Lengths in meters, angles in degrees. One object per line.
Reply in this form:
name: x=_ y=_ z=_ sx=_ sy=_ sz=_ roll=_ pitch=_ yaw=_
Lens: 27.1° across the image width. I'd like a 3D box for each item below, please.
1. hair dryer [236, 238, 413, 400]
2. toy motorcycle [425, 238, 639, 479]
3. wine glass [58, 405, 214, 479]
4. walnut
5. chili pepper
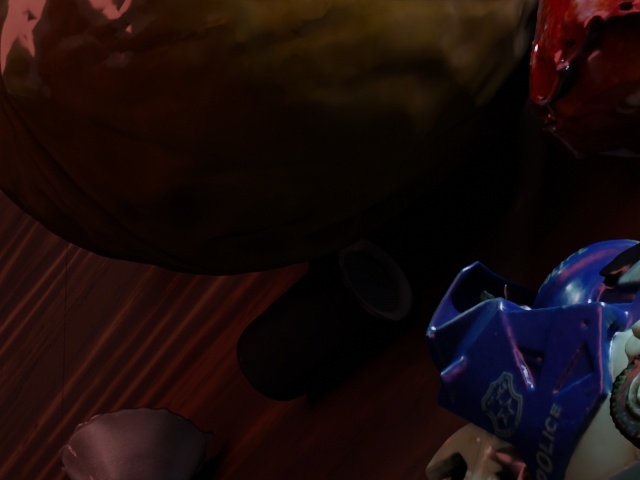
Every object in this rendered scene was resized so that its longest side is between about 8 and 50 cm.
hair dryer: x=0.000 y=0.000 z=1.025 sx=0.128 sy=0.070 sz=0.255 roll=-43 pitch=29 yaw=31
toy motorcycle: x=0.159 y=0.053 z=0.680 sx=0.331 sy=0.125 sz=0.196 roll=-45 pitch=36 yaw=34
wine glass: x=-0.131 y=0.226 z=0.985 sx=0.122 sy=0.122 sz=0.183 roll=-46 pitch=37 yaw=26
walnut: x=-0.044 y=-0.137 z=0.860 sx=0.354 sy=0.398 sz=0.308 roll=-30 pitch=86 yaw=49
chili pepper: x=0.198 y=-0.168 z=0.808 sx=0.252 sy=0.136 sz=0.144 roll=-84 pitch=5 yaw=-45
